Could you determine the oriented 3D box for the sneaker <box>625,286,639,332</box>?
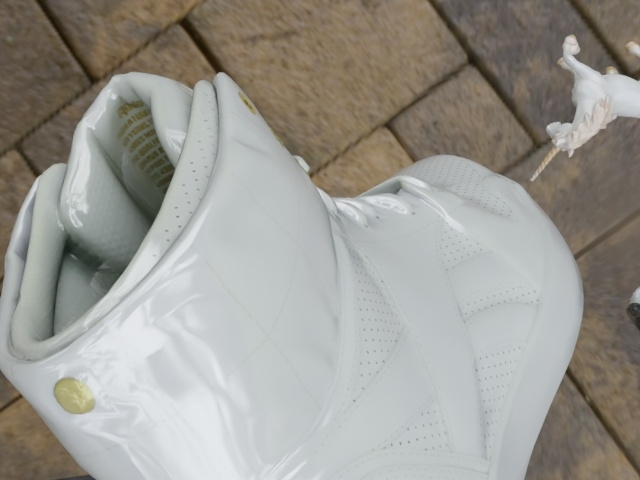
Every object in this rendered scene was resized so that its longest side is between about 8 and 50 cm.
[{"bbox_3d":[0.324,0.037,0.826,0.271,0.100,0.108,12,62,49],"label":"sneaker"}]

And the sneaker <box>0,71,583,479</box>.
[{"bbox_3d":[0.000,0.000,0.434,0.108,0.292,0.169,-27,108,23],"label":"sneaker"}]

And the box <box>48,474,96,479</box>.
[{"bbox_3d":[-0.213,0.467,1.215,0.318,0.097,0.395,49,132,46],"label":"box"}]

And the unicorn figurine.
[{"bbox_3d":[0.242,-0.123,1.117,0.162,0.060,0.111,-10,50,-8],"label":"unicorn figurine"}]
